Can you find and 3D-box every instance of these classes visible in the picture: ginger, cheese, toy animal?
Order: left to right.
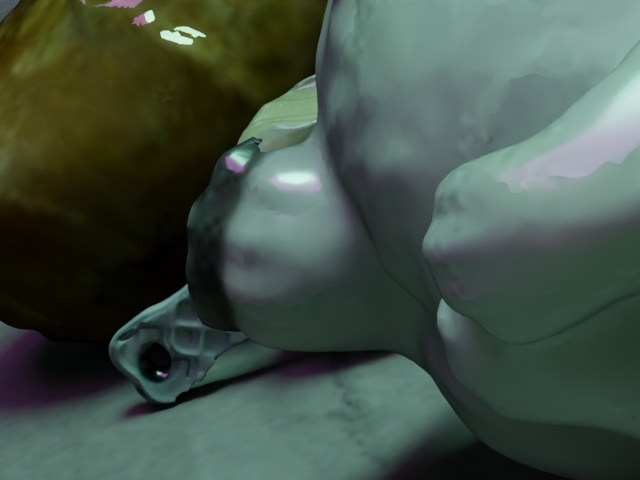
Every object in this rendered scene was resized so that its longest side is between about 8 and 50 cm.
[{"bbox_3d":[-0.010,-0.078,0.696,0.321,0.172,0.165,-28,60,-26],"label":"ginger"},{"bbox_3d":[-0.002,-0.007,0.592,0.171,0.092,0.047,-18,12,10],"label":"cheese"},{"bbox_3d":[0.143,-0.016,0.376,0.357,0.194,0.258,18,27,41],"label":"toy animal"}]
